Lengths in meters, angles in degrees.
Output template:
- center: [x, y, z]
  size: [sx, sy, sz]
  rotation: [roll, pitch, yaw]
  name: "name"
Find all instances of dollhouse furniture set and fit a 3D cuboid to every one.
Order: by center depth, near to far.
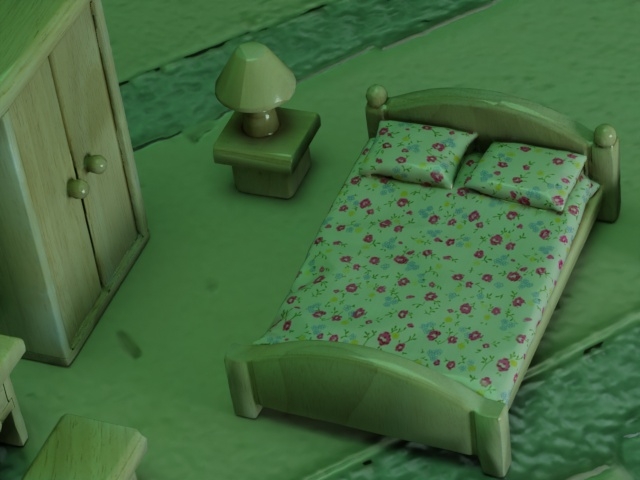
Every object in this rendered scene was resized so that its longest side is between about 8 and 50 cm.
- center: [0.000, 0.000, 0.907]
  size: [0.355, 0.174, 0.303]
  rotation: [10, 45, 20]
  name: "dollhouse furniture set"
